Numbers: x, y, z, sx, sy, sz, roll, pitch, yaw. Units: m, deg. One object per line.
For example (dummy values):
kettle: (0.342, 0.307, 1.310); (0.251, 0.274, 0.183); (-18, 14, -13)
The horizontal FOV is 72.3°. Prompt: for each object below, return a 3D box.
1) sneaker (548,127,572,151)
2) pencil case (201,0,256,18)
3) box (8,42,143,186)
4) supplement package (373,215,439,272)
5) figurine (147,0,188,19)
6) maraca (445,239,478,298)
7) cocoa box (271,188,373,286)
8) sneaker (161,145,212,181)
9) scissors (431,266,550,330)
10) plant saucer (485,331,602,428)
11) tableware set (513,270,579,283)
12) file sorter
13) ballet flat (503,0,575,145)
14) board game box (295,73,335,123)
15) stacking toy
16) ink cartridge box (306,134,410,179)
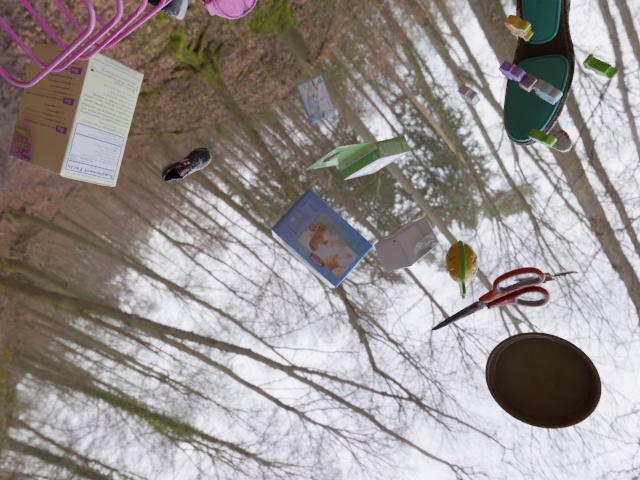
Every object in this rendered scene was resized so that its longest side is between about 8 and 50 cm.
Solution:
sneaker: (0.775, -0.329, 1.437); (0.061, 0.065, 0.158); (-40, -144, 21)
pencil case: (-0.203, -0.454, 0.771); (0.098, 0.095, 0.209); (-47, -129, -2)
box: (-0.504, -0.257, 0.900); (0.214, 0.117, 0.243); (18, -86, 30)
supplement package: (0.277, 0.011, 1.404); (0.179, 0.105, 0.105); (-30, -175, -40)
figurine: (-0.392, -0.734, 1.209); (0.209, 0.092, 0.215); (-60, -160, 16)
maraca: (0.447, 0.090, 1.386); (0.099, 0.185, 0.127); (-3, -171, 14)
cocoa box: (0.000, 0.000, 1.790); (0.231, 0.347, 0.228); (-48, 179, -8)
sneaker: (-0.423, -0.231, 1.388); (0.178, 0.072, 0.077); (-27, -146, 9)
scissors: (0.352, 0.134, 0.970); (0.297, 0.109, 0.021); (-24, -152, 37)
plant saucer: (0.590, 0.370, 1.175); (0.278, 0.277, 0.041); (-22, -178, 31)
tableware set: (0.723, 0.119, 1.409); (0.169, 0.020, 0.141); (-9, 177, -18)
file sorter: (-0.364, -0.377, 0.634); (0.202, 0.182, 0.290); (-21, -149, 25)
ballet flat: (0.596, -0.496, 1.164); (0.164, 0.182, 0.482); (9, -77, 39)
board game box: (-0.018, -0.536, 1.667); (0.103, 0.154, 0.026); (-25, -151, -3)
stacking toy: (0.392, -0.297, 0.817); (0.221, 0.052, 0.167); (43, -73, 25)
ink cartridge box: (0.102, -0.215, 1.185); (0.235, 0.056, 0.171); (-19, 178, -34)
